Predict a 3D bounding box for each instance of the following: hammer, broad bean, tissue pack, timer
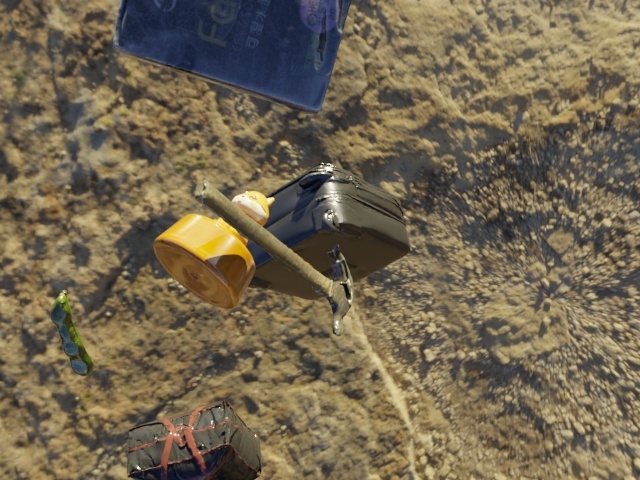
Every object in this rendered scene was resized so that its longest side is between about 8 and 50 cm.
[{"bbox_3d":[-0.049,0.015,0.837,0.027,0.297,0.125,-17,52,33],"label":"hammer"},{"bbox_3d":[-0.585,0.229,1.575,0.052,0.053,0.256,10,125,21],"label":"broad bean"},{"bbox_3d":[-0.060,-0.167,0.487,0.156,0.051,0.112,15,97,-12],"label":"tissue pack"},{"bbox_3d":[-0.119,-0.008,0.876,0.132,0.132,0.152,27,62,19],"label":"timer"}]

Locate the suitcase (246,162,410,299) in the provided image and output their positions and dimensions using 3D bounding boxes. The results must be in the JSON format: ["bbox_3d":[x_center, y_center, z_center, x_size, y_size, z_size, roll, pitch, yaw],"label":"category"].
[{"bbox_3d":[0.000,0.000,1.532,0.345,0.339,0.188,-31,55,31],"label":"suitcase"}]

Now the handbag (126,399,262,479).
[{"bbox_3d":[-0.233,0.391,1.239,0.215,0.169,0.155,-18,51,3],"label":"handbag"}]
